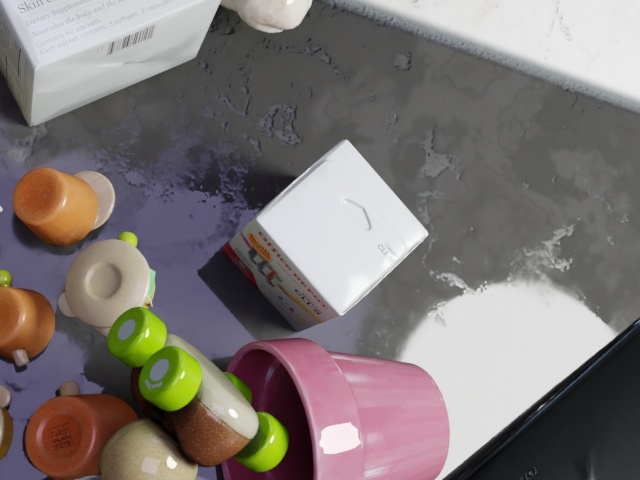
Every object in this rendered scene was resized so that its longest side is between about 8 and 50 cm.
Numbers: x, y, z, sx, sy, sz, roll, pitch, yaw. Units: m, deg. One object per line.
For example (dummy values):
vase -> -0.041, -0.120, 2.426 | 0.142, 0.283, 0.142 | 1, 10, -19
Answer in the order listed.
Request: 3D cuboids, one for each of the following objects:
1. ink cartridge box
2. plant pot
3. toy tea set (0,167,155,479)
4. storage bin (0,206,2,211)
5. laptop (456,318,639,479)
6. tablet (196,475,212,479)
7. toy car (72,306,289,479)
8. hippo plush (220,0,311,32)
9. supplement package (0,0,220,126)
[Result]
ink cartridge box -> 0.000, 0.000, 1.157 | 0.127, 0.176, 0.128 | -43, 93, -18
plant pot -> 0.019, 0.193, 1.131 | 0.180, 0.201, 0.201 | -2, 80, -32
toy tea set -> -0.247, 0.095, 1.126 | 0.200, 0.124, 0.336 | 12, 79, 17
storage bin -> -0.484, -0.050, 1.060 | 0.260, 0.123, 0.262 | -37, 91, -19
laptop -> 0.394, 0.366, 1.274 | 0.382, 0.236, 0.408 | -36, 119, -21
tablet -> -0.140, 0.279, 1.157 | 0.054, 0.006, 0.083 | 20, 76, -12
toy car -> -0.154, 0.186, 1.017 | 0.188, 0.149, 0.155 | -49, 128, -3
hippo plush -> 0.015, -0.345, 1.243 | 0.237, 0.234, 0.294 | 1, 36, -33
supplement package -> -0.255, -0.290, 1.128 | 0.199, 0.198, 0.262 | -27, 88, -18
